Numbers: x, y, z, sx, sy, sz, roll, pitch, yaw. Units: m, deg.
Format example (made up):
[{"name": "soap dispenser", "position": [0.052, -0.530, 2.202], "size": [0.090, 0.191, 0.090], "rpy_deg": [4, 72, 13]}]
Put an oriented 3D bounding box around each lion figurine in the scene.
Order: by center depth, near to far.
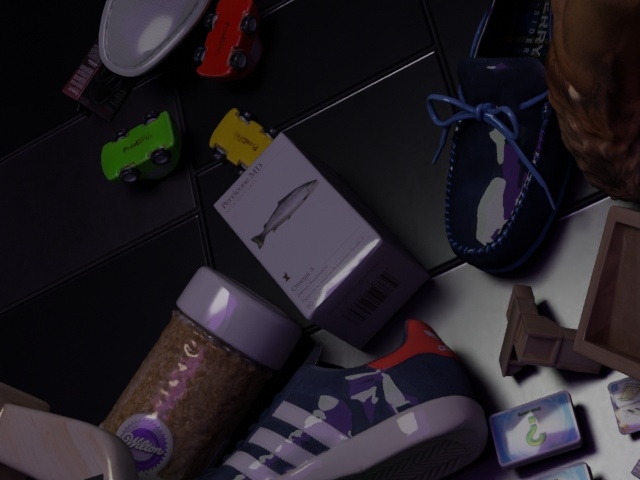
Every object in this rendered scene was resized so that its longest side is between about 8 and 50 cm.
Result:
[{"name": "lion figurine", "position": [0.245, -0.203, 1.209], "size": [0.142, 0.392, 0.240], "rpy_deg": [-3, 67, 12]}]

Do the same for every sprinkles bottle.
[{"name": "sprinkles bottle", "position": [-0.159, 0.202, 1.453], "size": [0.121, 0.121, 0.355], "rpy_deg": [32, 89, 37]}]

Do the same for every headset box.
[{"name": "headset box", "position": [-0.250, -0.180, 1.710], "size": [0.032, 0.062, 0.083], "rpy_deg": [31, 87, 38]}]

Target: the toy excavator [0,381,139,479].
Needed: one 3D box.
[{"name": "toy excavator", "position": [-0.153, 0.287, 1.232], "size": [0.433, 0.222, 0.445], "rpy_deg": [-22, 54, 29]}]

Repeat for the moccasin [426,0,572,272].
[{"name": "moccasin", "position": [0.166, -0.144, 1.396], "size": [0.137, 0.117, 0.342], "rpy_deg": [0, 70, 32]}]

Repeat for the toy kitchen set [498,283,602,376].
[{"name": "toy kitchen set", "position": [0.203, 0.092, 1.332], "size": [0.083, 0.075, 0.068], "rpy_deg": [-94, 13, -62]}]

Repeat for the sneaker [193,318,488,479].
[{"name": "sneaker", "position": [-0.022, 0.186, 1.375], "size": [0.350, 0.131, 0.148], "rpy_deg": [-25, 56, 12]}]

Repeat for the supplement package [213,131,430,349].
[{"name": "supplement package", "position": [0.000, 0.000, 1.447], "size": [0.105, 0.105, 0.179], "rpy_deg": [-48, 53, 7]}]

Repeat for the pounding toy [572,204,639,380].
[{"name": "pounding toy", "position": [0.315, 0.033, 1.168], "size": [0.206, 0.094, 0.181], "rpy_deg": [24, 102, 60]}]

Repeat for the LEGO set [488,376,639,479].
[{"name": "LEGO set", "position": [0.262, 0.187, 1.226], "size": [0.244, 0.060, 0.182], "rpy_deg": [-21, 59, 19]}]

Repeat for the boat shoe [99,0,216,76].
[{"name": "boat shoe", "position": [-0.142, -0.307, 1.681], "size": [0.114, 0.091, 0.302], "rpy_deg": [32, 86, 16]}]

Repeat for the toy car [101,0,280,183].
[{"name": "toy car", "position": [-0.137, -0.124, 1.621], "size": [0.225, 0.053, 0.239], "rpy_deg": [-27, 57, 21]}]
